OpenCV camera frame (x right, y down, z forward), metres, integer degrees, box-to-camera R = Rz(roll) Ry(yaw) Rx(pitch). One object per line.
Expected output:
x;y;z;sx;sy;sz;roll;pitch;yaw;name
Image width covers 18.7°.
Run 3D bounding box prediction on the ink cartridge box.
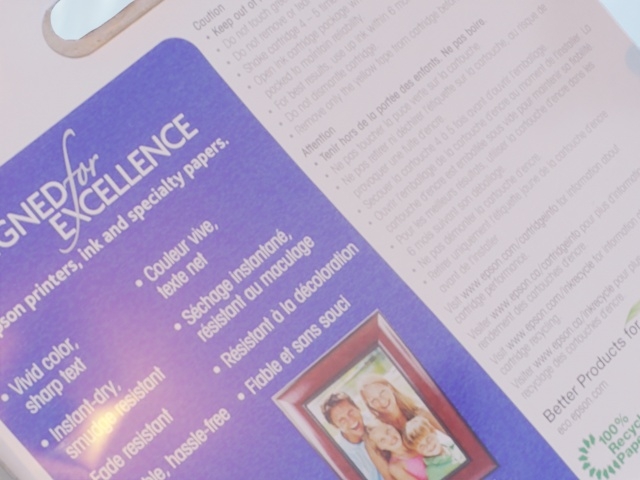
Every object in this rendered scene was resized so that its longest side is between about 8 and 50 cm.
0.000;0.000;0.706;0.303;0.307;0.072;-41;179;-27;ink cartridge box
